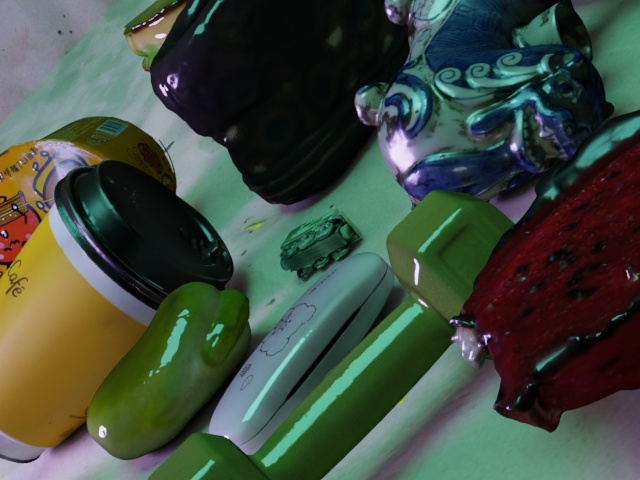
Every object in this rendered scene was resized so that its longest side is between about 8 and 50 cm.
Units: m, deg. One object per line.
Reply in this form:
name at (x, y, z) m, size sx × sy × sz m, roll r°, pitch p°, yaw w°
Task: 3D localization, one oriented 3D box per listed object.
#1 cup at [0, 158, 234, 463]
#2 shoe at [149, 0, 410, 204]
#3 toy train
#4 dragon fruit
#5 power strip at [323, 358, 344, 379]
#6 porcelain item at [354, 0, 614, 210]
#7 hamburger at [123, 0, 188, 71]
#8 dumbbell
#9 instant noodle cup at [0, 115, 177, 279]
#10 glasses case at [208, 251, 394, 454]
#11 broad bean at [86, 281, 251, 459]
cup at (-0.227, 0.069, 1.538) m, size 0.280 × 0.196 × 0.196 m, roll -45°, pitch 17°, yaw 16°
shoe at (-0.007, -0.238, 1.649) m, size 0.384 × 0.237 × 0.171 m, roll -52°, pitch 21°, yaw -24°
toy train at (0.000, 0.000, 1.440) m, size 0.083 × 0.033 × 0.053 m, roll -29°, pitch 20°, yaw 36°
dragon fruit at (0.227, -0.022, 0.916) m, size 0.343 × 0.100 × 0.282 m, roll -37°, pitch 18°, yaw 5°
power strip at (0.034, 0.087, 1.202) m, size 0.083 × 0.017 × 0.027 m, roll -40°, pitch 20°, yaw 12°
porcelain item at (0.143, -0.141, 1.304) m, size 0.186 × 0.138 × 0.288 m, roll -19°, pitch 30°, yaw 30°
hamburger at (-0.139, -0.272, 2.141) m, size 0.237 × 0.149 × 0.237 m, roll -32°, pitch 16°, yaw 10°
dumbbell at (0.022, 0.101, 1.058) m, size 0.302 × 0.121 × 0.108 m, roll -46°, pitch -10°, yaw -5°
instant noodle cup at (-0.259, -0.035, 1.804) m, size 0.216 × 0.216 × 0.172 m, roll -35°, pitch 11°, yaw 22°
glasses case at (-0.014, 0.085, 1.255) m, size 0.193 × 0.049 × 0.074 m, roll -51°, pitch 20°, yaw -19°
broad bean at (-0.124, 0.112, 1.395) m, size 0.174 × 0.082 × 0.124 m, roll -56°, pitch 20°, yaw -6°
